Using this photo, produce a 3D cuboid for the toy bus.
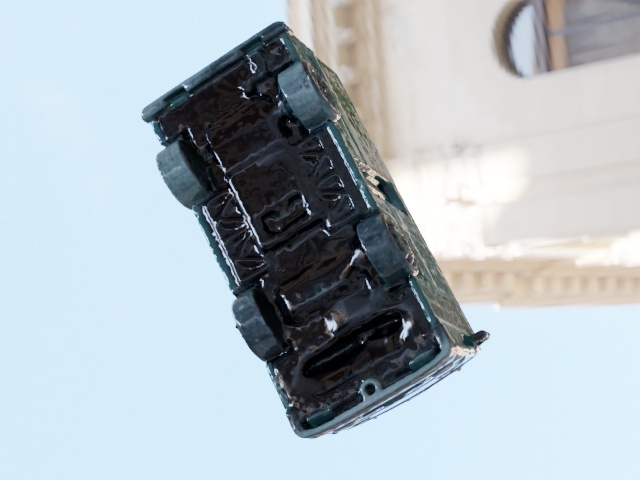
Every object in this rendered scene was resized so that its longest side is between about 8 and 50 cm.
[{"bbox_3d":[0.000,0.000,0.975,0.256,0.128,0.147,63,-166,19],"label":"toy bus"}]
